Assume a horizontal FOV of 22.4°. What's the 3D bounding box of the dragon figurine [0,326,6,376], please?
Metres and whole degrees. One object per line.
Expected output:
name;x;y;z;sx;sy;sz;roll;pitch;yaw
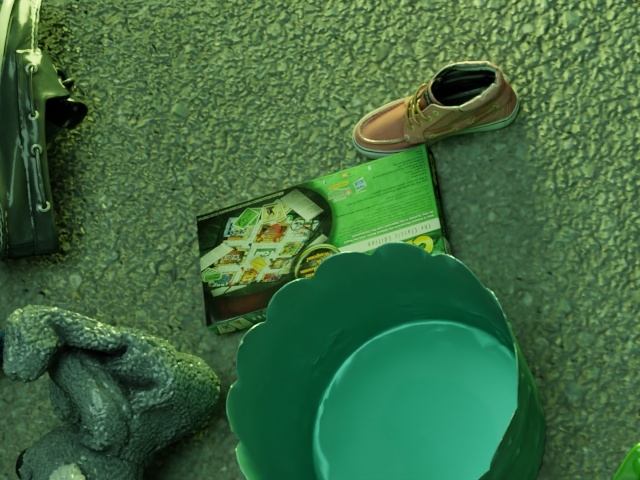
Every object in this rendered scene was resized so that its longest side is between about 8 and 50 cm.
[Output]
dragon figurine;-0.455;0.137;1.735;0.289;0.085;0.144;-32;62;5

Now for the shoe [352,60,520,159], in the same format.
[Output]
shoe;0.108;-0.134;1.629;0.178;0.081;0.063;-13;66;16

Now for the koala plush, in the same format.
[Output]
koala plush;-0.218;0.204;1.569;0.203;0.196;0.221;11;71;14

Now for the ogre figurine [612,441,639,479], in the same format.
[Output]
ogre figurine;0.333;0.209;1.408;0.197;0.097;0.118;-35;50;-8

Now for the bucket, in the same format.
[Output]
bucket;0.069;0.157;1.477;0.281;0.183;0.281;-7;67;18

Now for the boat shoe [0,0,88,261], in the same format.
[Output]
boat shoe;-0.314;-0.134;1.775;0.113;0.127;0.340;6;62;-8

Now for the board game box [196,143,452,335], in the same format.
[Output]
board game box;0.000;0.000;1.639;0.259;0.030;0.136;-16;57;16
